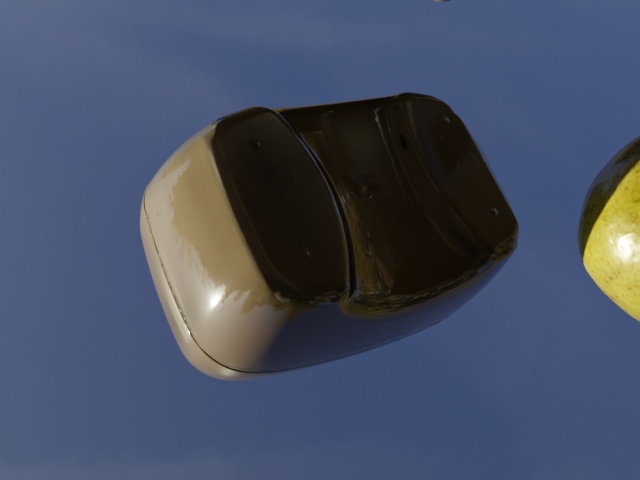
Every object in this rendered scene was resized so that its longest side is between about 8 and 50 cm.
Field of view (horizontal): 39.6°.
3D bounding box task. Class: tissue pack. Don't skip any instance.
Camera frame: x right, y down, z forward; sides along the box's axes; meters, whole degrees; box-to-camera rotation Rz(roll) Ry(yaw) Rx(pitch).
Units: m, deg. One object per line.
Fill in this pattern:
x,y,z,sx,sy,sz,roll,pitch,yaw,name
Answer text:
0.000,0.000,0.991,0.387,0.277,0.267,-13,-108,-37,tissue pack

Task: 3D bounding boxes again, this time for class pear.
0.326,-0.006,0.784,0.197,0.197,0.197,1,-119,-2,pear
